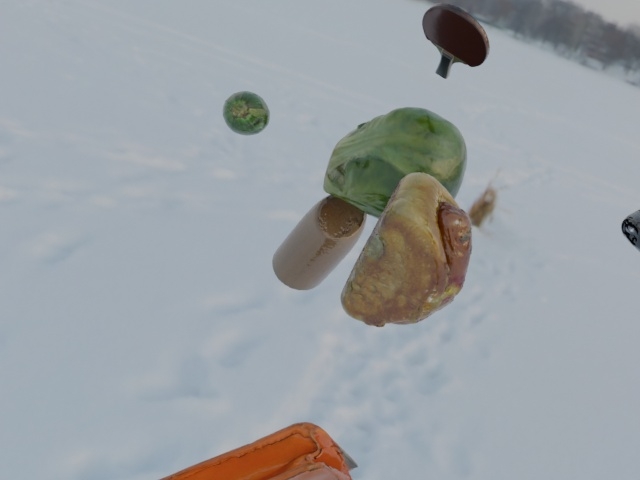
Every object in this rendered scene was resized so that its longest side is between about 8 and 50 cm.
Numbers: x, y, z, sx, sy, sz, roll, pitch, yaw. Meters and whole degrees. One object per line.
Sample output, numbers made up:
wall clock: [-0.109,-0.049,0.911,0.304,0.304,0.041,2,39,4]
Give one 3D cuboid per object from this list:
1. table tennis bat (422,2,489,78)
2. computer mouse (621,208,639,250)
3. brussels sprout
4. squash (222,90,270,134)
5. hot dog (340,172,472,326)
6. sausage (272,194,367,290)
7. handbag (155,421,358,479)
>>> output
table tennis bat: [0.231,-0.342,1.757,0.130,0.019,0.220,35,-15,8]
computer mouse: [0.440,0.034,1.111,0.233,0.096,0.137,39,17,-12]
brussels sprout: [0.142,-0.140,1.919,0.271,0.210,0.219,2,-13,12]
squash: [-0.118,-0.201,1.589,0.077,0.068,0.219,10,7,-9]
hot dog: [0.139,0.032,1.481,0.153,0.257,0.150,27,42,1]
sausage: [0.000,0.000,2.087,0.123,0.253,0.123,13,55,-20]
handbag: [-0.139,0.528,2.074,0.303,0.410,0.116,55,15,-53]
